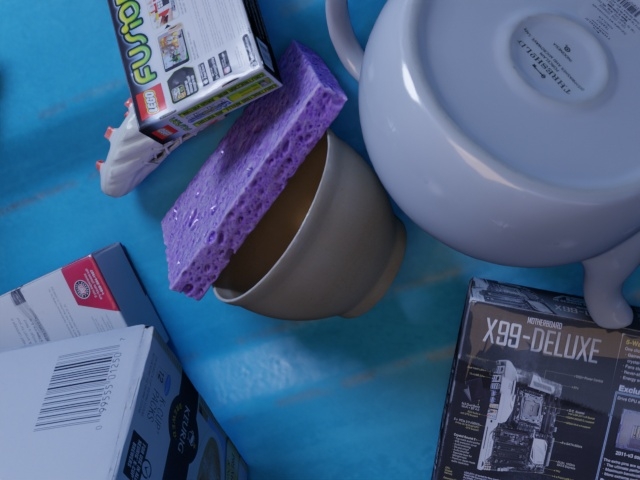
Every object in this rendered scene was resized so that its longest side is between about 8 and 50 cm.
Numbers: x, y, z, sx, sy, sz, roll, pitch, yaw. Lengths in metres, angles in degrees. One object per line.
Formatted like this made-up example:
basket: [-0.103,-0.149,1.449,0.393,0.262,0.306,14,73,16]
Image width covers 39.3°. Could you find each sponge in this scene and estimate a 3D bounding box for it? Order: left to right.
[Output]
sponge: [-0.061,-0.060,0.741,0.031,0.117,0.210,29,110,-26]

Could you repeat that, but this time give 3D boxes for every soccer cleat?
soccer cleat: [-0.123,-0.109,0.771,0.076,0.068,0.196,34,105,0]

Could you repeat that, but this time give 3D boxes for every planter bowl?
planter bowl: [0.000,0.000,0.732,0.109,0.162,0.162,30,110,-23]

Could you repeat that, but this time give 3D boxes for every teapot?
teapot: [0.130,-0.084,0.660,0.253,0.187,0.256,6,65,-11]

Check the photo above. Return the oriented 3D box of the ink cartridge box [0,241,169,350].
ink cartridge box: [-0.237,0.082,0.841,0.150,0.063,0.109,-23,97,17]

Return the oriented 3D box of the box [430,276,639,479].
box: [0.253,0.179,0.747,0.308,0.076,0.242,10,105,10]

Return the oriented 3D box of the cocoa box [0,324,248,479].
cocoa box: [-0.216,0.281,0.708,0.232,0.347,0.228,-12,132,15]

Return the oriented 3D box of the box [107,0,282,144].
box: [-0.112,-0.192,0.715,0.114,0.036,0.207,-23,69,17]
